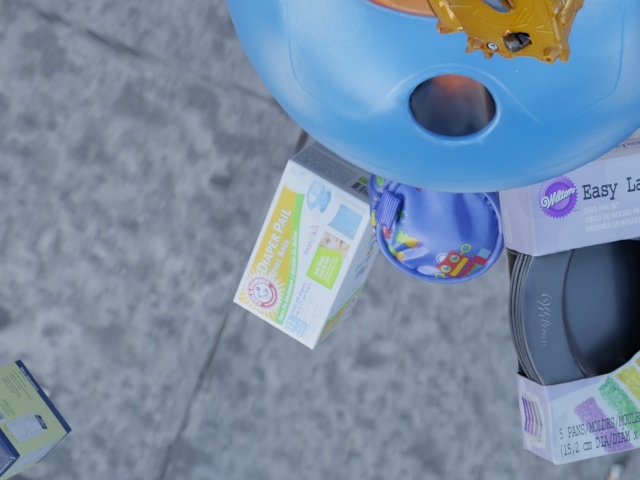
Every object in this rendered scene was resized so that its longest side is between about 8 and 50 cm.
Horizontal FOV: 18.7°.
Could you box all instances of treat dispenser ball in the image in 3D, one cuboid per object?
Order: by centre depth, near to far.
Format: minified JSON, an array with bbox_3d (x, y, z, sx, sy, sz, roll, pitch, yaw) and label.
[{"bbox_3d":[0.085,-0.171,1.108,0.288,0.288,0.288,4,120,8],"label":"treat dispenser ball"}]

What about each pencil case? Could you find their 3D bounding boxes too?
[{"bbox_3d":[0.108,-0.088,1.757,0.133,0.306,0.119,13,123,-3],"label":"pencil case"}]

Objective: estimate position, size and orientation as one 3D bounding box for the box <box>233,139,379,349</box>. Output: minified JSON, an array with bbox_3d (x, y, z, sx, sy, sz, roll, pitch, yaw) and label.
[{"bbox_3d":[0.000,0.000,2.152,0.114,0.103,0.203,30,122,13],"label":"box"}]

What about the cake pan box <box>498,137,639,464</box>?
[{"bbox_3d":[0.274,0.039,1.582,0.267,0.070,0.246,-8,99,-18],"label":"cake pan box"}]

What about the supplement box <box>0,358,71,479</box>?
[{"bbox_3d":[-0.282,0.162,1.712,0.056,0.083,0.083,-43,79,31],"label":"supplement box"}]

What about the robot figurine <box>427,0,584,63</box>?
[{"bbox_3d":[0.051,-0.212,0.723,0.085,0.211,0.291,7,147,32],"label":"robot figurine"}]
